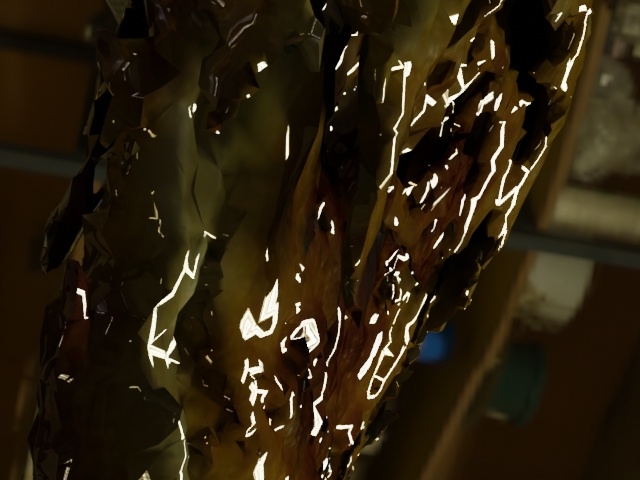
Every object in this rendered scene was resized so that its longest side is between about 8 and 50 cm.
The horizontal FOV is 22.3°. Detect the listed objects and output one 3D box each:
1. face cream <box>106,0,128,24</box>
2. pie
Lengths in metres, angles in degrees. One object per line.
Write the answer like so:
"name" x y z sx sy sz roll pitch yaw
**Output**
"face cream" -0.050 -0.228 1.242 0.225 0.249 0.249 60 10 -23
"pie" -0.001 0.000 0.445 0.308 0.085 0.308 -60 167 -24
